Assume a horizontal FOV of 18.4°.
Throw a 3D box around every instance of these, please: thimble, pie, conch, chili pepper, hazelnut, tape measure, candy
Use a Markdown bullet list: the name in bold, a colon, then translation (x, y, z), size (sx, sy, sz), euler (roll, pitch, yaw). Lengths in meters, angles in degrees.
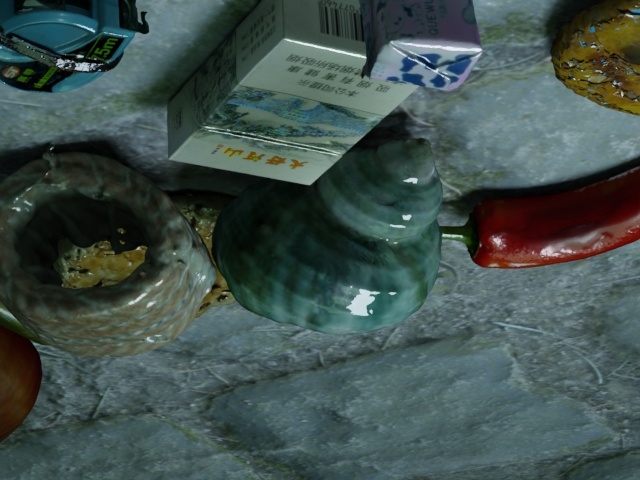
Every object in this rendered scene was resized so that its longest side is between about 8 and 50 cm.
- **thimble**: translation (-0.241, 0.018, 2.082), size (0.229, 0.196, 0.148), euler (26, 168, 21)
- **pie**: translation (-0.176, 0.023, 2.290), size (0.274, 0.055, 0.274), euler (-7, 152, -4)
- **conch**: translation (0.029, -0.008, 2.094), size (0.277, 0.220, 0.195), euler (-44, 178, 28)
- **chili pepper**: translation (0.288, -0.041, 2.204), size (0.368, 0.092, 0.137), euler (-19, 133, 15)
- **pie**: translation (0.343, -0.187, 1.891), size (0.273, 0.069, 0.273), euler (-3, 154, -1)
- **hazelnut**: translation (-0.462, 0.179, 2.407), size (0.251, 0.217, 0.217), euler (-13, 155, 37)
- **tape measure**: translation (-0.244, -0.186, 1.794), size (0.146, 0.081, 0.125), euler (13, 147, -31)
- **candy**: translation (0.078, -0.211, 1.693), size (0.092, 0.160, 0.073), euler (1, 151, -14)

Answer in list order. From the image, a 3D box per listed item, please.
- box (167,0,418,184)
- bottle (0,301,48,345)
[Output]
- **box**: translation (-0.025, -0.147, 1.923), size (0.164, 0.069, 0.256), euler (10, 152, -27)
- **bottle**: translation (-0.386, 0.041, 2.262), size (0.082, 0.082, 0.286), euler (-16, 152, 25)
